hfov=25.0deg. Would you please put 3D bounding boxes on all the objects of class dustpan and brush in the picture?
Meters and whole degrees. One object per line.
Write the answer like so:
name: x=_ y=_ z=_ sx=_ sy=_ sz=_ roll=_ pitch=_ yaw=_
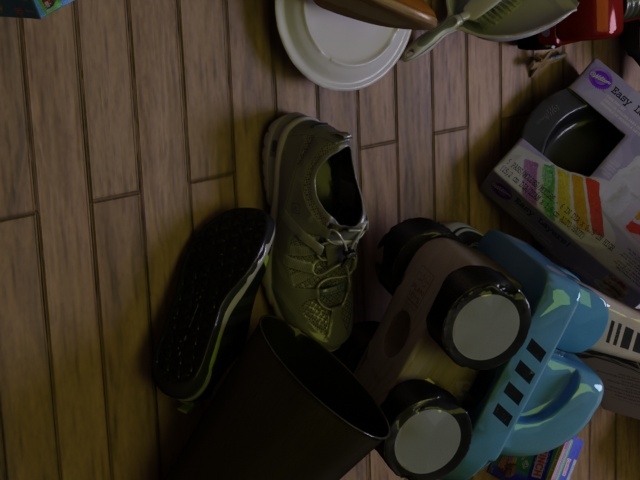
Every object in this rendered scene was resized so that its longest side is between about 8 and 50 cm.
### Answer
dustpan and brush: x=0.188 y=-0.278 z=1.755 sx=0.211 sy=0.147 sz=0.060 roll=-38 pitch=161 yaw=5

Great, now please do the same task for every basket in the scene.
basket: x=-0.062 y=0.230 z=1.558 sx=0.154 sy=0.204 sz=0.227 roll=25 pitch=107 yaw=-46

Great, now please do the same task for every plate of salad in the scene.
plate of salad: x=0.025 y=-0.270 z=1.637 sx=0.200 sy=0.048 sz=0.200 roll=-8 pitch=103 yaw=-36

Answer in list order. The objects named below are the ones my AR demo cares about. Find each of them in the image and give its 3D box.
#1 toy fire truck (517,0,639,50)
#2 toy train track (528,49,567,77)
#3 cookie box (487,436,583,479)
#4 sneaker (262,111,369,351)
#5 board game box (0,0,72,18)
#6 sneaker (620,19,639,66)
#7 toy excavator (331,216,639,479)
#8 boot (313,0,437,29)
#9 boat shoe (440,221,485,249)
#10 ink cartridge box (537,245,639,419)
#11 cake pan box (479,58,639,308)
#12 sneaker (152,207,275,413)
toy fire truck: x=0.394 y=-0.287 z=1.826 sx=0.217 sy=0.246 sz=0.158 roll=-17 pitch=110 yaw=-38
toy train track: x=0.298 y=-0.240 z=1.905 sx=0.083 sy=0.014 sz=0.048 roll=-20 pitch=152 yaw=-46
cookie box: x=0.291 y=0.293 z=1.955 sx=0.040 sy=0.107 sz=0.092 roll=31 pitch=78 yaw=-41
sneaker: x=0.000 y=0.000 z=1.628 sx=0.105 sy=0.115 sz=0.281 roll=-23 pitch=114 yaw=-36
board game box: x=-0.223 y=-0.268 z=1.344 sx=0.211 sy=0.160 sz=0.039 roll=-35 pitch=119 yaw=-31
sneaker: x=0.468 y=-0.322 z=1.989 sx=0.098 sy=0.135 sz=0.276 roll=-4 pitch=79 yaw=-29
toy excavator: x=0.291 y=0.109 z=1.710 sx=0.445 sy=0.222 sz=0.433 roll=22 pitch=101 yaw=-25
boot: x=0.020 y=-0.362 z=1.534 sx=0.295 sy=0.104 sz=0.211 roll=20 pitch=81 yaw=-19
boat shoe: x=0.248 y=0.099 z=1.866 sx=0.121 sy=0.119 sz=0.335 roll=-54 pitch=129 yaw=-19
ink cartridge box: x=0.454 y=0.075 z=2.036 sx=0.223 sy=0.129 sz=0.307 roll=-48 pitch=125 yaw=-25
cake pan box: x=0.376 y=-0.078 z=1.885 sx=0.267 sy=0.070 sz=0.246 roll=42 pitch=64 yaw=7
sneaker: x=-0.115 y=0.075 z=1.587 sx=0.234 sy=0.084 sz=0.097 roll=-63 pitch=155 yaw=-10
